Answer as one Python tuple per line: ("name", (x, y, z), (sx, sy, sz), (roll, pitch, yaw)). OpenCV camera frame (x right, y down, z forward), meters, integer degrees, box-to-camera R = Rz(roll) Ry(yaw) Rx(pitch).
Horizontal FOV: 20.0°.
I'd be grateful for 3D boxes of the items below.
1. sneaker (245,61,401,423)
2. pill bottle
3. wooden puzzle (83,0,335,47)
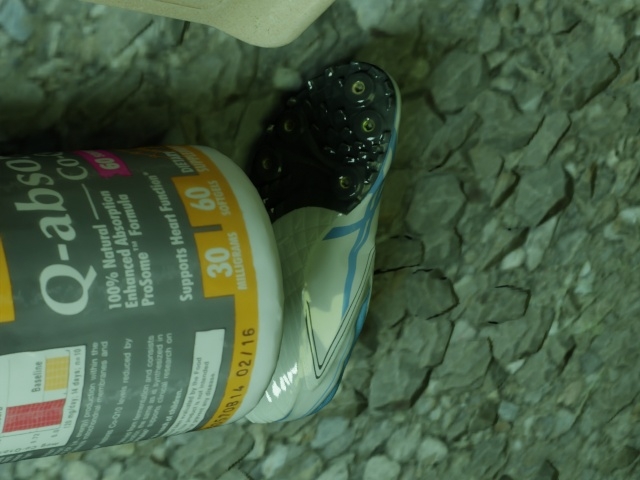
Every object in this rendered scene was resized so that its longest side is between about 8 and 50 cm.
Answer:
("sneaker", (0.000, 0.000, 1.111), (0.086, 0.085, 0.237), (-18, 129, -58))
("pill bottle", (-0.172, 0.037, 0.953), (0.278, 0.162, 0.162), (-6, 122, -31))
("wooden puzzle", (-0.061, -0.236, 0.829), (0.348, 0.080, 0.322), (9, 139, -45))
